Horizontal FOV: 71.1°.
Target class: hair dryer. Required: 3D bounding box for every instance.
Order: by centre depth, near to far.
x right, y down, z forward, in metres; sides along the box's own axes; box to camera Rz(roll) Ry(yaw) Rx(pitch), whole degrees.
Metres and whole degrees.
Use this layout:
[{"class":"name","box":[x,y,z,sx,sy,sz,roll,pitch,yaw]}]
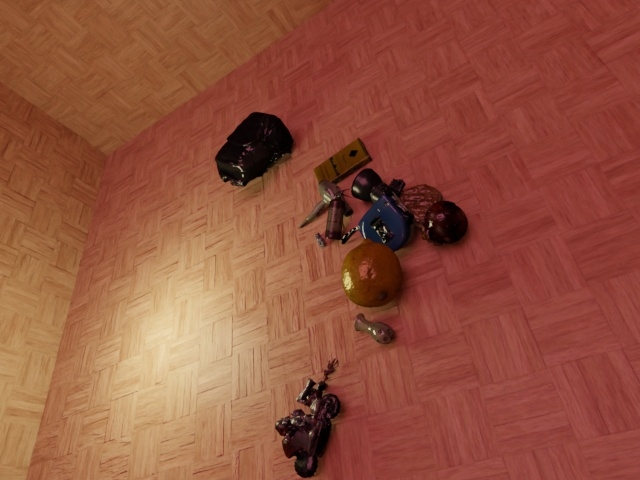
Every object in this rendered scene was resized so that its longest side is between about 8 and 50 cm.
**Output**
[{"class":"hair dryer","box":[0.035,-0.129,2.055,0.229,0.092,0.267,30,96,37]}]

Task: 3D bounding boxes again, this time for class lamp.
[{"class":"lamp","box":[0.263,-0.200,1.886,0.227,0.147,0.172,36,89,36]}]

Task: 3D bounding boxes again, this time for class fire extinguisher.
[{"class":"fire extinguisher","box":[0.081,-0.115,1.954,0.099,0.071,0.231,9,89,2]}]

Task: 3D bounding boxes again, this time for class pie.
[{"class":"pie","box":[0.392,-0.135,1.776,0.195,0.046,0.195,-7,63,13]}]

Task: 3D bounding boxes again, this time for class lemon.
[{"class":"lemon","box":[0.191,0.122,1.658,0.228,0.228,0.254,-12,57,30]}]

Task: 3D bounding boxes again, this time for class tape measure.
[{"class":"tape measure","box":[0.220,-0.020,1.791,0.215,0.097,0.351,52,130,16]}]

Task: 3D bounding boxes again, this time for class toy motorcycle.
[{"class":"toy motorcycle","box":[-0.033,0.602,1.586,0.207,0.134,0.401,14,73,34]}]

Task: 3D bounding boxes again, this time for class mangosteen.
[{"class":"mangosteen","box":[0.443,-0.054,1.637,0.180,0.166,0.166,-45,44,27]}]

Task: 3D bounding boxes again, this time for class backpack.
[{"class":"backpack","box":[-0.377,-0.484,2.445,0.363,0.255,0.446,26,66,42]}]

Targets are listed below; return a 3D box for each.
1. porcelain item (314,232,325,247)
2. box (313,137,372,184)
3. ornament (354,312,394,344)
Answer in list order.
[{"class":"porcelain item","box":[0.000,0.000,2.013,0.036,0.028,0.083,-48,44,20]},{"class":"box","box":[0.101,-0.366,2.162,0.279,0.041,0.153,-32,48,15]},{"class":"ornament","box":[0.200,0.324,1.634,0.156,0.081,0.075,17,107,44]}]
